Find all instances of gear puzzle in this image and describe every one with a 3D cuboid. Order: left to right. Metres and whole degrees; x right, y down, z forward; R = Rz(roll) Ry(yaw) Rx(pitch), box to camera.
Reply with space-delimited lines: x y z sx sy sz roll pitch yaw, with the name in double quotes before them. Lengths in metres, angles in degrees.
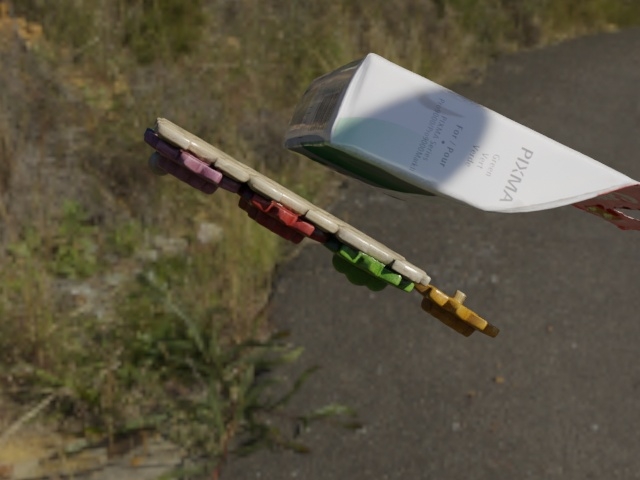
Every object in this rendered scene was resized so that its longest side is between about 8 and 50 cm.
"gear puzzle" 0.000 0.000 0.979 0.339 0.044 0.175 30 2 -11

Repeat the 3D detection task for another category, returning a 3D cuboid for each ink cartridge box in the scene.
"ink cartridge box" 0.098 -0.028 0.650 0.225 0.056 0.181 26 -1 -9
